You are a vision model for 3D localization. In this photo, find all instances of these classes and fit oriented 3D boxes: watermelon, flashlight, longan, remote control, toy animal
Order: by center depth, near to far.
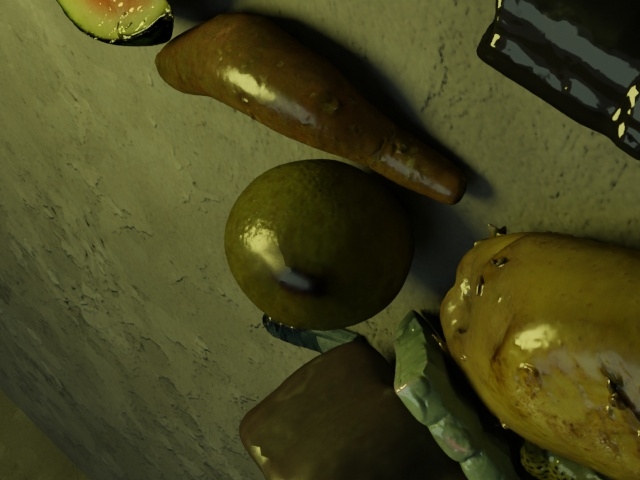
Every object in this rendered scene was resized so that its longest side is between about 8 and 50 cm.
[{"bbox_3d":[0.268,-0.025,0.475,0.424,0.103,0.103,38,148,16],"label":"flashlight"},{"bbox_3d":[0.237,0.187,0.791,0.181,0.073,0.136,20,144,28],"label":"toy animal"},{"bbox_3d":[0.000,0.000,0.815,0.154,0.145,0.176,41,-166,-8],"label":"longan"},{"bbox_3d":[-0.195,-0.253,0.853,0.245,0.063,0.119,56,139,24],"label":"watermelon"},{"bbox_3d":[-0.009,0.106,1.063,0.152,0.027,0.044,13,130,44],"label":"remote control"}]

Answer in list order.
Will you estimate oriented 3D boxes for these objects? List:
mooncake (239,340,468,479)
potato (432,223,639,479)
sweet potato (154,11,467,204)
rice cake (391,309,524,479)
[{"bbox_3d":[0.067,0.236,0.914,0.306,0.154,0.306,49,174,7],"label":"mooncake"},{"bbox_3d":[0.197,0.081,0.638,0.300,0.140,0.173,25,156,46],"label":"potato"},{"bbox_3d":[-0.031,-0.127,0.784,0.346,0.079,0.108,29,175,29],"label":"sweet potato"},{"bbox_3d":[0.104,0.124,0.792,0.127,0.043,0.237,50,-175,-4],"label":"rice cake"}]
